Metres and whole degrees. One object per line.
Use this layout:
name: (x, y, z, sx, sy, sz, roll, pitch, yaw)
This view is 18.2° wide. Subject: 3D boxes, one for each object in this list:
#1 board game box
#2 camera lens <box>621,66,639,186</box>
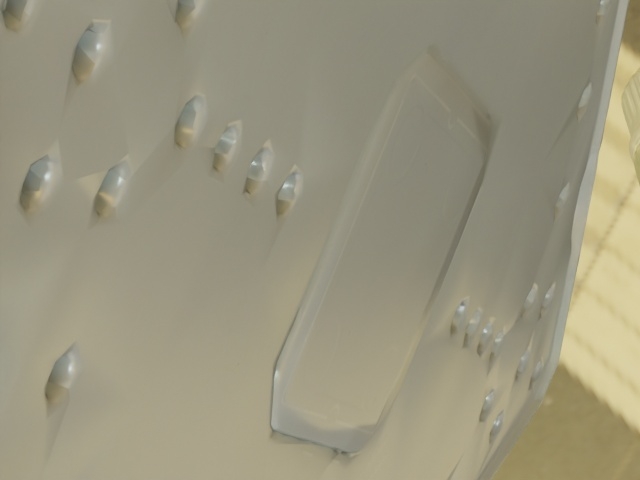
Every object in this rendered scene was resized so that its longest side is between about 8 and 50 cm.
board game box: (0.000, 0.000, 0.587, 0.050, 0.390, 0.390, 21, 130, 20)
camera lens: (0.328, -0.004, 1.238, 0.219, 0.219, 0.274, -39, 65, 46)
